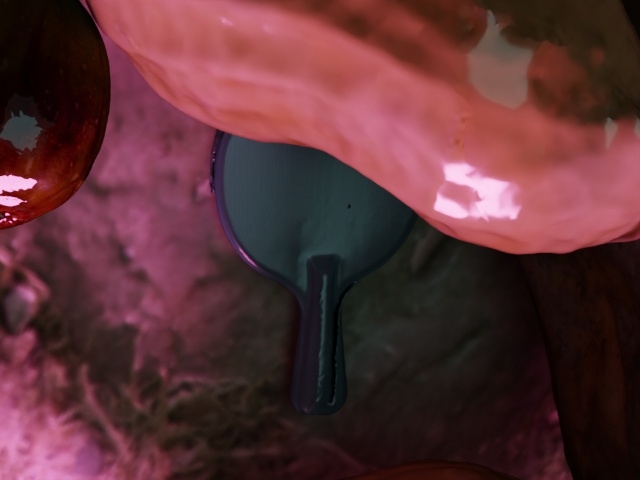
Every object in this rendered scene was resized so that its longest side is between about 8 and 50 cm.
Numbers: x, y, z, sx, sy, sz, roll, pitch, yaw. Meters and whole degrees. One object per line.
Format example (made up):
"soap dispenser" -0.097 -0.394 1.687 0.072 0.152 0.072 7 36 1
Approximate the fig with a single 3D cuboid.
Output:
"fig" -0.154 -0.084 0.922 0.109 0.103 0.155 -8 69 16

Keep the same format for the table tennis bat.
"table tennis bat" 0.000 0.000 1.042 0.124 0.033 0.201 -4 104 -17

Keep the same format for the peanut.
"peanut" 0.015 -0.113 0.888 0.340 0.158 0.174 25 105 18

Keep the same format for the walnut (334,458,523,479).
"walnut" 0.046 0.259 0.988 0.313 0.277 0.252 -27 121 14

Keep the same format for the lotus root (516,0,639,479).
"lotus root" 0.219 -0.010 1.024 0.250 0.250 0.346 -19 106 -18
